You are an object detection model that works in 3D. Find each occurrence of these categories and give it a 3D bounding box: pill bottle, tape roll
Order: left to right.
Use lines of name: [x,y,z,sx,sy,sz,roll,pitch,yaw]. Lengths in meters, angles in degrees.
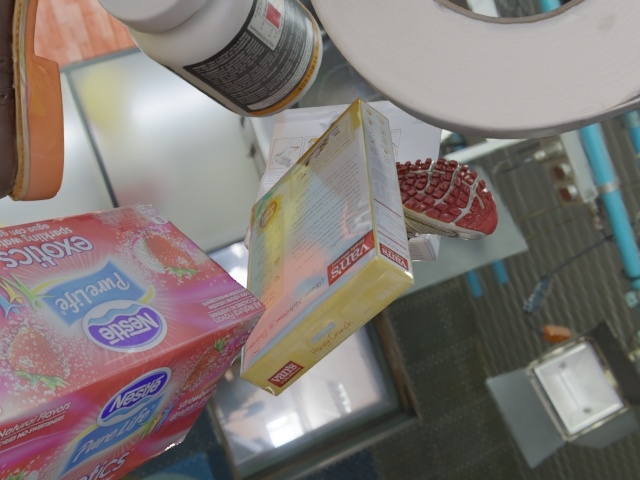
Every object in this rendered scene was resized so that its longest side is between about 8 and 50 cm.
pill bottle: [-0.119,-0.251,1.051,0.162,0.162,0.278,59,13,22]
tape roll: [0.172,-0.282,0.825,0.392,0.392,0.072,67,10,5]

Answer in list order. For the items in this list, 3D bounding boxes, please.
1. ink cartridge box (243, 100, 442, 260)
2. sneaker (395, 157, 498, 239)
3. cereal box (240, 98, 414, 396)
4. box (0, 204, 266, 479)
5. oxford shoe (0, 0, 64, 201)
ink cartridge box: [0.049,-0.091,1.455,0.066,0.296,0.261,55,40,-52]
sneaker: [0.105,-0.041,1.069,0.225,0.088,0.092,19,-37,41]
cereal box: [0.000,0.000,0.839,0.173,0.047,0.240,-43,-151,28]
box: [-0.190,0.086,0.637,0.142,0.300,0.154,39,-69,16]
oxford shoe: [-0.284,-0.204,0.707,0.130,0.133,0.363,1,-80,59]
